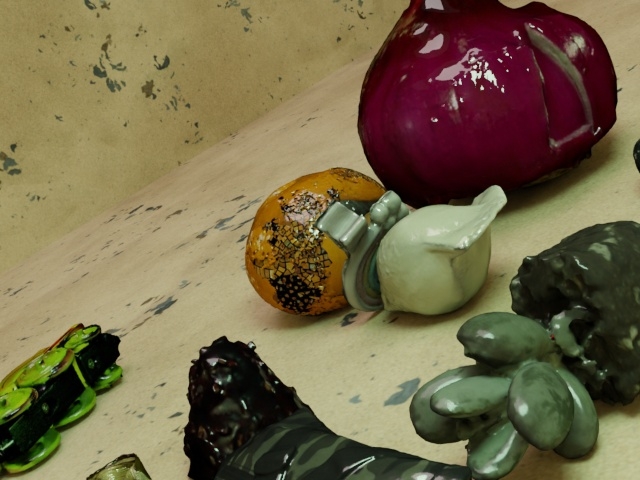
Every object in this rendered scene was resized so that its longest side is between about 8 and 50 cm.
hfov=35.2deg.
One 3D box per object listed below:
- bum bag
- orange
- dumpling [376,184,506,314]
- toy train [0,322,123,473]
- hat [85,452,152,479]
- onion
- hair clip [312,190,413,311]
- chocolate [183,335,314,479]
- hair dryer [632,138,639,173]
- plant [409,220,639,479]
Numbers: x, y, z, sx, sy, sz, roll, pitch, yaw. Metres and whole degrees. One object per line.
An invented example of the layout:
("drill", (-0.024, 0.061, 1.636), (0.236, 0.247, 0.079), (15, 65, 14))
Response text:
("bum bag", (0.004, 0.214, 0.845), (0.144, 0.095, 0.340), (-48, 22, -18))
("orange", (0.000, 0.000, 1.399), (0.234, 0.182, 0.234), (-36, 13, 9))
("dumpling", (0.148, 0.011, 1.196), (0.126, 0.215, 0.166), (29, 54, 25))
("toy train", (-0.395, 0.219, 1.413), (0.161, 0.100, 0.296), (-19, 17, 28))
("hat", (-0.206, 0.270, 1.045), (0.077, 0.059, 0.076), (-29, 32, 4))
("onion", (0.205, -0.261, 1.468), (0.398, 0.420, 0.398), (-27, 10, 5))
("hair clip", (0.070, 0.017, 1.251), (0.054, 0.220, 0.140), (31, 83, 36))
("chocolate", (-0.094, 0.167, 1.072), (0.156, 0.133, 0.156), (-21, 15, 6))
("hair dryer", (0.501, -0.102, 1.190), (0.219, 0.075, 0.195), (-19, 25, -5))
("plant", (0.196, 0.095, 0.850), (0.274, 0.149, 0.146), (-34, 1, -36))
